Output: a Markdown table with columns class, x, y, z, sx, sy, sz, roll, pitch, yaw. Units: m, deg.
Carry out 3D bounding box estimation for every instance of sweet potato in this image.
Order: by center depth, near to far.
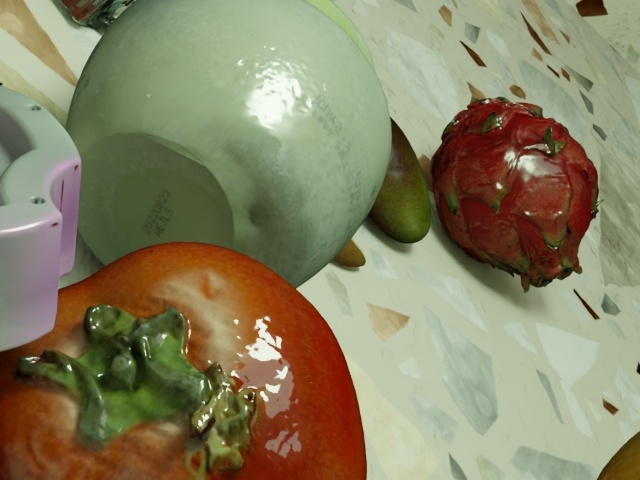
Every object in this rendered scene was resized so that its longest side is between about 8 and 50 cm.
| class | x | y | z | sx | sy | sz | roll | pitch | yaw |
| --- | --- | --- | --- | --- | --- | --- | --- | --- | --- |
| sweet potato | -0.002 | -0.003 | 1.821 | 0.179 | 0.044 | 0.044 | 24 | 37 | -43 |

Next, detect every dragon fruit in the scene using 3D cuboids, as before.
| class | x | y | z | sx | sy | sz | roll | pitch | yaw |
| --- | --- | --- | --- | --- | --- | --- | --- | --- | --- |
| dragon fruit | 0.288 | -0.070 | 2.127 | 0.299 | 0.244 | 0.244 | 55 | 26 | -12 |

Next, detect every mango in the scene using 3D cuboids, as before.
| class | x | y | z | sx | sy | sz | roll | pitch | yaw |
| --- | --- | --- | --- | --- | --- | --- | --- | --- | --- |
| mango | 0.065 | -0.112 | 1.978 | 0.267 | 0.111 | 0.133 | 51 | 15 | -10 |

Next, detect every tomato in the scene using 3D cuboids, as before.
| class | x | y | z | sx | sy | sz | roll | pitch | yaw |
| --- | --- | --- | --- | --- | --- | --- | --- | --- | --- |
| tomato | -0.115 | 0.168 | 1.168 | 0.321 | 0.321 | 0.321 | 37 | 30 | -26 |

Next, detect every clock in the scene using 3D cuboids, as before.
| class | x | y | z | sx | sy | sz | roll | pitch | yaw |
| --- | --- | --- | --- | --- | --- | --- | --- | --- | --- |
| clock | -0.341 | -0.031 | 1.093 | 0.338 | 0.102 | 0.338 | 9 | 25 | -4 |

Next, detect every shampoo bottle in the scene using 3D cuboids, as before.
| class | x | y | z | sx | sy | sz | roll | pitch | yaw |
| --- | --- | --- | --- | --- | --- | --- | --- | --- | --- |
| shampoo bottle | -0.094 | -0.098 | 1.487 | 0.322 | 0.322 | 0.317 | 41 | 37 | -18 |

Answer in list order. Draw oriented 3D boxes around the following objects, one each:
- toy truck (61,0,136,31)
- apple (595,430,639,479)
| class | x | y | z | sx | sy | sz | roll | pitch | yaw |
| --- | --- | --- | --- | --- | --- | --- | --- | --- | --- |
| toy truck | -0.231 | -0.348 | 1.817 | 0.135 | 0.114 | 0.270 | 54 | 27 | -2 |
| apple | 0.490 | 0.392 | 1.784 | 0.400 | 0.333 | 0.400 | 26 | 55 | -43 |
